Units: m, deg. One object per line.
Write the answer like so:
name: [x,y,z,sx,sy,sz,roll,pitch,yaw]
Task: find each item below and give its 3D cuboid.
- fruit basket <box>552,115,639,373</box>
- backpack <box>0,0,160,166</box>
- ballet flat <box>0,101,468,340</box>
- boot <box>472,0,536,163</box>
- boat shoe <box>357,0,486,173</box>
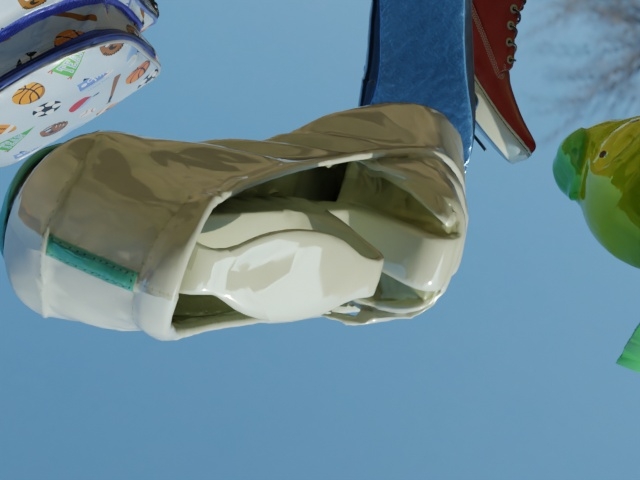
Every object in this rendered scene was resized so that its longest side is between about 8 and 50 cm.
fruit basket: [0.420,-0.037,1.704,0.392,0.283,0.392,0,-110,-1]
backpack: [-0.280,-0.200,1.408,0.213,0.276,0.263,55,-179,19]
ballet flat: [0.000,0.000,0.906,0.139,0.139,0.400,41,-154,27]
boot: [0.201,-0.217,1.679,0.244,0.176,0.088,58,179,-5]
boat shoe: [0.082,-0.126,1.212,0.109,0.258,0.089,10,-151,1]
